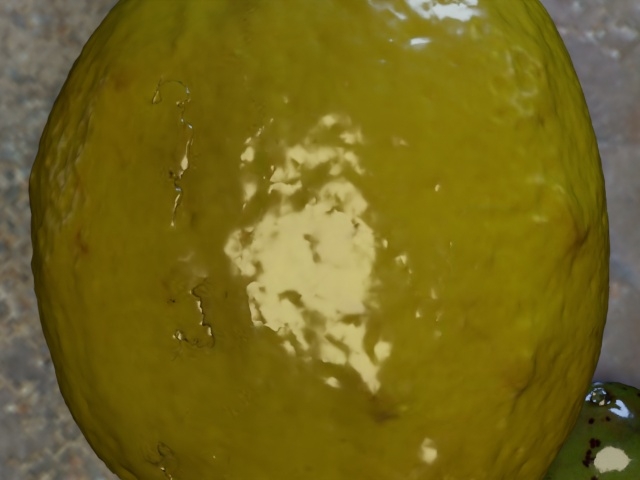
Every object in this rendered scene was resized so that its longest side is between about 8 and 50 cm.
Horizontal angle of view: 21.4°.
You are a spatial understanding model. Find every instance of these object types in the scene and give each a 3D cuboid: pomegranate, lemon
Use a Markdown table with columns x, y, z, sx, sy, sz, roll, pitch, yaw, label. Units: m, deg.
| x | y | z | sx | sy | sz | roll | pitch | yaw | label |
| --- | --- | --- | --- | --- | --- | --- | --- | --- | --- |
| 0.144 | 0.107 | 0.828 | 0.073 | 0.073 | 0.084 | -46 | 131 | 4 | pomegranate |
| 0.000 | -0.003 | 0.723 | 0.260 | 0.260 | 0.284 | -6 | 115 | 0 | lemon |
